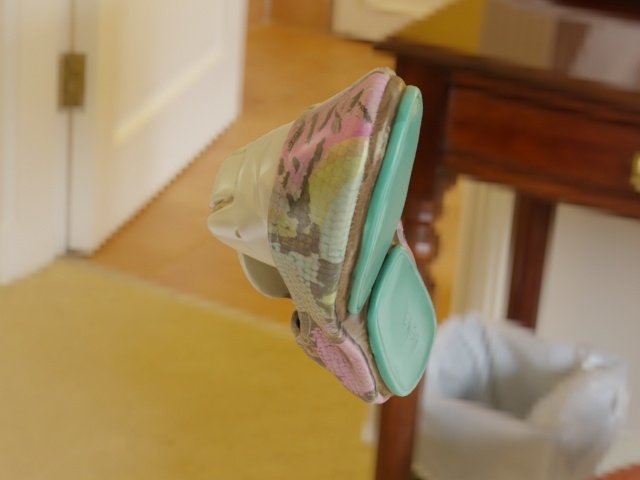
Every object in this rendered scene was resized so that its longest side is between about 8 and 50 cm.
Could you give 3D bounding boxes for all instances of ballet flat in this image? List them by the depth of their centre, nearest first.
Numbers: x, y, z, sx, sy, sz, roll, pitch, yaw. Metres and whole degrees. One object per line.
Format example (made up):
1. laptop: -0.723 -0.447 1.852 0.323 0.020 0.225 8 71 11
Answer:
1. ballet flat: 0.000 0.000 0.757 0.079 0.221 0.077 18 68 13
